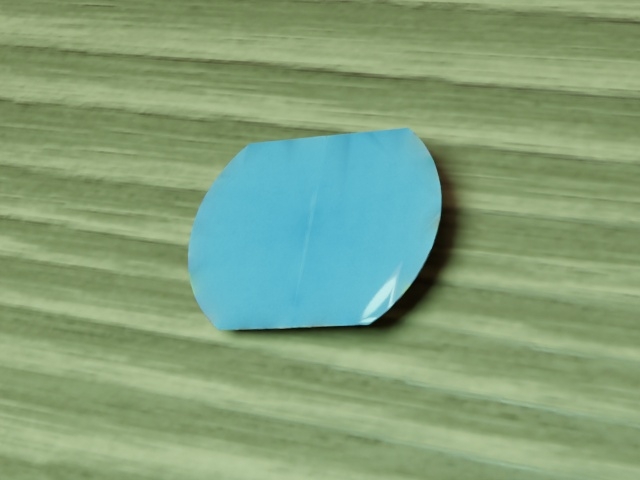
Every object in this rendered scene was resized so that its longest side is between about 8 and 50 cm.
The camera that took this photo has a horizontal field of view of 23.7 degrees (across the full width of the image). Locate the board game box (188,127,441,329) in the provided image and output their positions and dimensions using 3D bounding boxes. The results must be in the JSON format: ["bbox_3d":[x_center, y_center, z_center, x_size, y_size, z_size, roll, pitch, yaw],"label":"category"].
[{"bbox_3d":[0.000,0.000,0.936,0.168,0.033,0.133,-4,60,26],"label":"board game box"}]
